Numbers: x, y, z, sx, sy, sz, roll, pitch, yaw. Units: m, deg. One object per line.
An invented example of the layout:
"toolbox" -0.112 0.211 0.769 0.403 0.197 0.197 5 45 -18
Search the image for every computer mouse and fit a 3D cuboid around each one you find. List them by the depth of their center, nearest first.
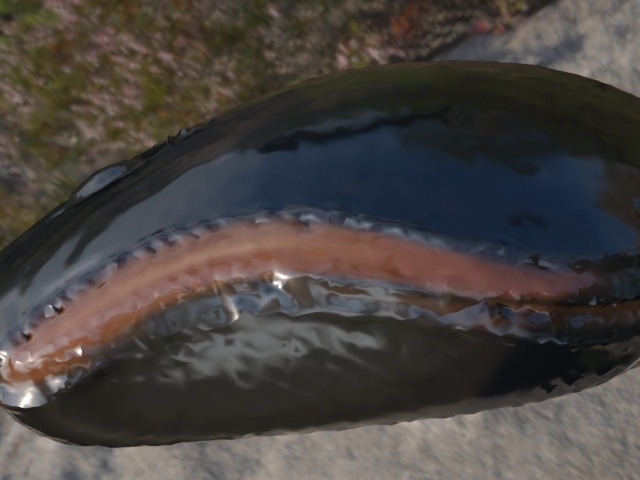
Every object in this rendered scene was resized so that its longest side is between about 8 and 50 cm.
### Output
"computer mouse" -0.001 -0.005 0.589 0.323 0.183 0.116 -9 110 15
